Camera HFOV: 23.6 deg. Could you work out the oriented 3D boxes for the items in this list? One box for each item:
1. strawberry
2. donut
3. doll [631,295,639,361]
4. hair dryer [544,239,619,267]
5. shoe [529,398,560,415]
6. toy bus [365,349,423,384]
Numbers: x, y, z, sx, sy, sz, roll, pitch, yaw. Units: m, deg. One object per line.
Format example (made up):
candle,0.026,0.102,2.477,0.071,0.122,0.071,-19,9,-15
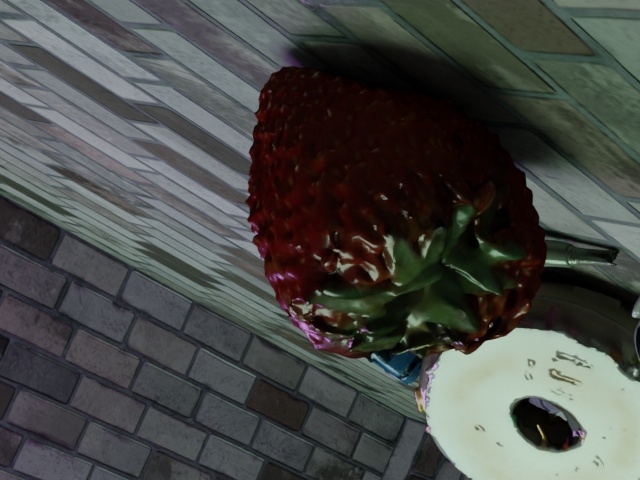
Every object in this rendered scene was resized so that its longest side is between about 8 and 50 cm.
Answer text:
strawberry,0.053,-0.036,1.533,0.312,0.267,0.351,25,-164,-42
donut,0.320,0.209,2.066,0.382,0.142,0.383,13,129,17
doll,0.374,0.066,1.511,0.107,0.181,0.110,34,175,18
hair dryer,0.194,-0.016,1.833,0.229,0.092,0.267,34,153,-20
shoe,0.403,0.271,2.727,0.137,0.095,0.245,21,164,32
toy bus,0.076,0.114,2.256,0.134,0.113,0.246,37,176,-27
